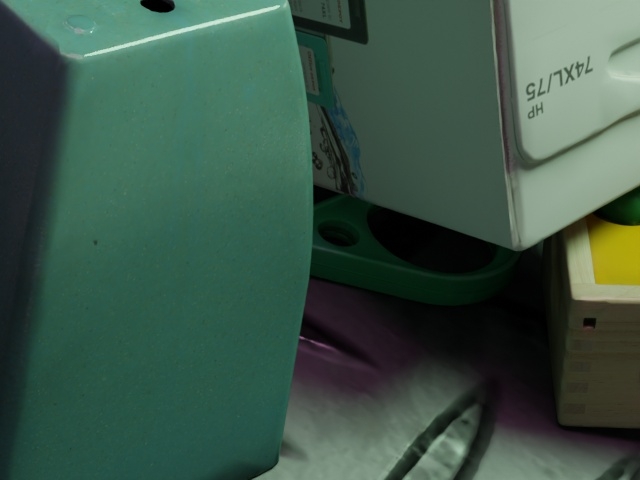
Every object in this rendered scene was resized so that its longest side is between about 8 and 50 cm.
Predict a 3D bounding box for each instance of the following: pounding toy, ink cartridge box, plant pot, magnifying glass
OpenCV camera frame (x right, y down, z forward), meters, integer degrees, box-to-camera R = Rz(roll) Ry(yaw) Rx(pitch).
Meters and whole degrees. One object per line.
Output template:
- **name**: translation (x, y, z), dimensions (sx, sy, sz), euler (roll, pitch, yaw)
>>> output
- **pounding toy**: translation (0.219, 0.036, 0.839), dimensions (0.206, 0.094, 0.181), euler (1, 36, 2)
- **ink cartridge box**: translation (0.061, -0.145, 0.884), dimensions (0.198, 0.197, 0.270), euler (-27, 31, -35)
- **plant pot**: translation (-0.104, -0.013, 0.703), dimensions (0.165, 0.234, 0.166), euler (-21, 50, -39)
- **magnifying glass**: translation (0.000, 0.000, 0.900), dimensions (0.231, 0.026, 0.092), euler (-3, 40, -22)
